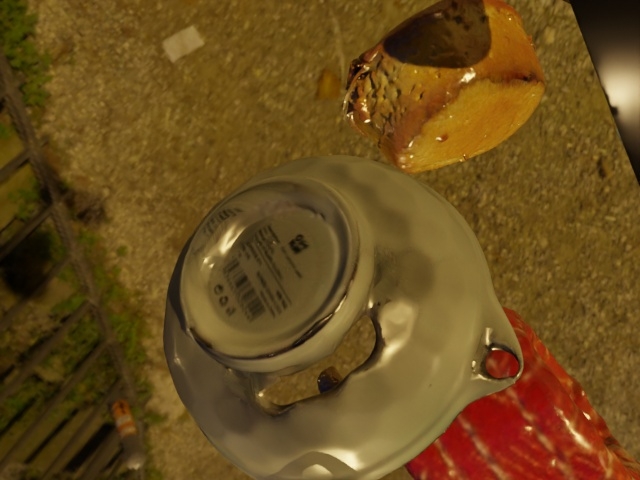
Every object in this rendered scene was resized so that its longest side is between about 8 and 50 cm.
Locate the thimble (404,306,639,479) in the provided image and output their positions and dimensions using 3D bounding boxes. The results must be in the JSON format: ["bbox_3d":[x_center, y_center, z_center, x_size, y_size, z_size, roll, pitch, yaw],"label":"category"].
[{"bbox_3d":[0.261,0.270,1.112,0.230,0.350,0.350,-38,107,13],"label":"thimble"}]

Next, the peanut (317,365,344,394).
[{"bbox_3d":[0.018,0.258,1.337,0.054,0.054,0.113,6,109,26],"label":"peanut"}]

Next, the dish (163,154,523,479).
[{"bbox_3d":[-0.014,0.043,0.617,0.303,0.303,0.120,2,155,28],"label":"dish"}]

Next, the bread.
[{"bbox_3d":[0.228,-0.270,1.474,0.204,0.358,0.337,59,140,27],"label":"bread"}]

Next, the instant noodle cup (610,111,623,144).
[{"bbox_3d":[0.633,-0.249,1.329,0.264,0.200,0.264,21,128,29],"label":"instant noodle cup"}]

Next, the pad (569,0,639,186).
[{"bbox_3d":[0.310,-0.177,0.759,0.170,0.006,0.245,143,109,-69],"label":"pad"}]

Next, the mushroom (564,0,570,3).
[{"bbox_3d":[0.312,-0.404,1.019,0.138,0.194,0.231,-40,69,35],"label":"mushroom"}]
